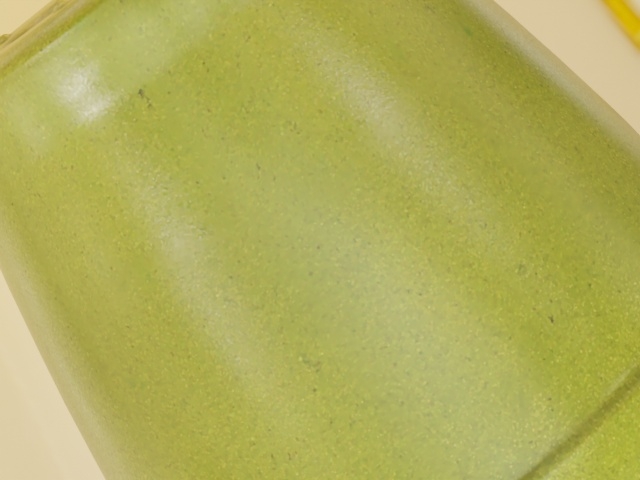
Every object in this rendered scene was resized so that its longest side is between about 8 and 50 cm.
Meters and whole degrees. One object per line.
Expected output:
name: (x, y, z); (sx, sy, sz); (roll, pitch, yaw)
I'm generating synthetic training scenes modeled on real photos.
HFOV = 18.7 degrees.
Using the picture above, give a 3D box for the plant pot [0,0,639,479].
plant pot: (0.000, 0.000, 0.978); (0.353, 0.366, 0.366); (53, -160, -12)
